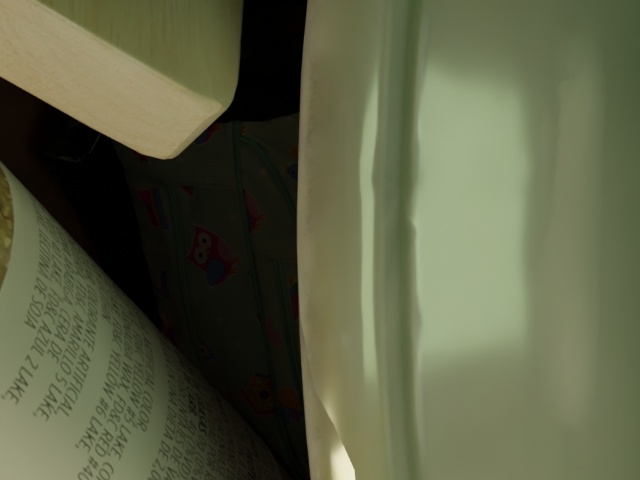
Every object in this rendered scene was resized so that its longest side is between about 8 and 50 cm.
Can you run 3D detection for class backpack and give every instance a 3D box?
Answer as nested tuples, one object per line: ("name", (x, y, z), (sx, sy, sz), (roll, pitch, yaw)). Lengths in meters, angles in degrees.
("backpack", (0.000, 0.000, 0.567), (0.152, 0.115, 0.182), (-23, 115, -33))

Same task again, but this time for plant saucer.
("plant saucer", (0.106, -0.016, 0.524), (0.400, 0.101, 0.400), (1, 90, -70))

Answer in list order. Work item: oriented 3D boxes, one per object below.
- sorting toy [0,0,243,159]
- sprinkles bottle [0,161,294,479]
("sorting toy", (-0.100, -0.188, 0.371), (0.255, 0.089, 0.257), (29, 42, -29))
("sprinkles bottle", (-0.080, 0.070, 0.458), (0.121, 0.121, 0.355), (-53, 135, -16))
